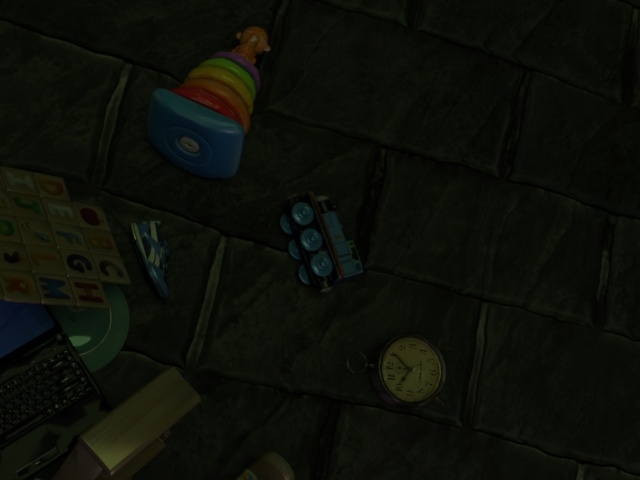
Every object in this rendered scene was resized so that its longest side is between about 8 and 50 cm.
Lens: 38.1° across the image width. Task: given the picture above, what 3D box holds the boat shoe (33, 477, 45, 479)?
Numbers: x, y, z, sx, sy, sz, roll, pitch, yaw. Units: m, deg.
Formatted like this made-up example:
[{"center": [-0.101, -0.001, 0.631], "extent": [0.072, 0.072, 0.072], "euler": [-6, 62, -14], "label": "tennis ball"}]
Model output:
[{"center": [-0.458, 0.443, 1.391], "extent": [0.063, 0.066, 0.184], "euler": [29, 70, 5], "label": "boat shoe"}]

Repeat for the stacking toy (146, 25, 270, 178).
[{"center": [-0.169, -0.273, 1.637], "extent": [0.175, 0.165, 0.301], "euler": [24, 58, 1], "label": "stacking toy"}]

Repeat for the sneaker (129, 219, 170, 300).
[{"center": [-0.276, 0.030, 1.562], "extent": [0.059, 0.053, 0.144], "euler": [-17, 83, -23], "label": "sneaker"}]

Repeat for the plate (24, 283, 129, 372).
[{"center": [-0.405, 0.127, 1.509], "extent": [0.188, 0.024, 0.188], "euler": [4, 75, -16], "label": "plate"}]

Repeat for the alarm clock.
[{"center": [0.135, 0.228, 1.640], "extent": [0.192, 0.064, 0.129], "euler": [13, 73, -17], "label": "alarm clock"}]

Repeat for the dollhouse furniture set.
[{"center": [-0.182, 0.418, 1.332], "extent": [0.394, 0.256, 0.362], "euler": [47, 50, 6], "label": "dollhouse furniture set"}]

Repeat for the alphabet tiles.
[{"center": [-0.460, -0.015, 1.413], "extent": [0.343, 0.011, 0.285], "euler": [11, 40, -44], "label": "alphabet tiles"}]

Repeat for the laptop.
[{"center": [-0.473, 0.221, 1.387], "extent": [0.234, 0.136, 0.264], "euler": [-31, 84, -15], "label": "laptop"}]

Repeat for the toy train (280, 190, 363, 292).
[{"center": [0.000, 0.000, 1.650], "extent": [0.105, 0.080, 0.184], "euler": [-14, 79, -30], "label": "toy train"}]
